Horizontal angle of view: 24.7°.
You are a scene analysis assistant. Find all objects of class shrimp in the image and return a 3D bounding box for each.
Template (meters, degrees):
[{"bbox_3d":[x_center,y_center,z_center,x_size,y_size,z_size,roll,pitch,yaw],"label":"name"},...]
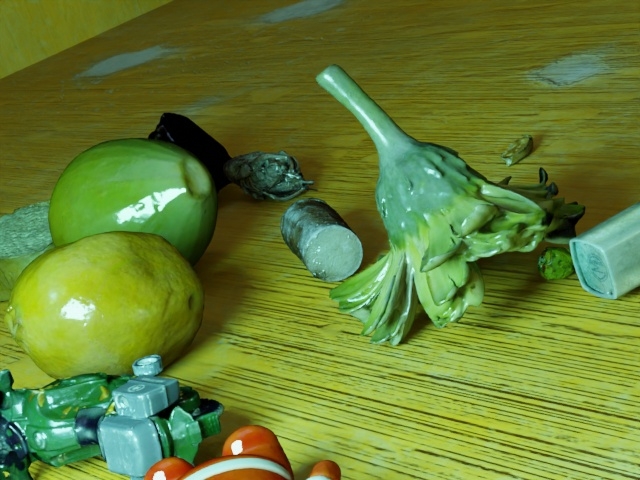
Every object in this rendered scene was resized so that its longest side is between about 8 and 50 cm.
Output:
[{"bbox_3d":[-0.069,-0.091,2.074,0.073,0.075,0.190,9,8,-43],"label":"shrimp"}]

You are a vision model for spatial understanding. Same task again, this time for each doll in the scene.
[{"bbox_3d":[-0.065,0.236,1.108,0.199,0.105,0.336,-20,18,-5],"label":"doll"}]

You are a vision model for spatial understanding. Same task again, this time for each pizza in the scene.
[{"bbox_3d":[0.259,-0.118,1.917,0.037,0.016,0.083,-5,27,32],"label":"pizza"}]

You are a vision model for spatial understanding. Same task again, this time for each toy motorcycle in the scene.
[{"bbox_3d":[-0.223,0.178,1.401,0.274,0.125,0.187,1,18,44],"label":"toy motorcycle"}]

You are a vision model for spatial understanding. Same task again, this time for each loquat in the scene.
[{"bbox_3d":[-0.229,0.075,1.599,0.234,0.176,0.187,-8,9,-39],"label":"loquat"}]

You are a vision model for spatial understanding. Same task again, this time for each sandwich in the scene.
[{"bbox_3d":[-0.395,0.015,2.052,0.251,0.087,0.226,-8,20,36],"label":"sandwich"}]

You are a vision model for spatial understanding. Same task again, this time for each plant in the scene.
[{"bbox_3d":[0.138,-0.044,1.521,0.261,0.297,0.306,-4,-16,-23],"label":"plant"}]

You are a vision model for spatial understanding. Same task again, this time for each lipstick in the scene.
[{"bbox_3d":[0.368,-0.025,1.459,0.253,0.079,0.077,-25,20,-19],"label":"lipstick"}]

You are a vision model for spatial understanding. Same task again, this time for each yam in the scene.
[{"bbox_3d":[-0.001,-0.002,1.748,0.079,0.079,0.141,-22,21,-8],"label":"yam"}]

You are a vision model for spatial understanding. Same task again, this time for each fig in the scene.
[{"bbox_3d":[-0.224,-0.032,1.862,0.230,0.207,0.207,-4,23,21],"label":"fig"}]

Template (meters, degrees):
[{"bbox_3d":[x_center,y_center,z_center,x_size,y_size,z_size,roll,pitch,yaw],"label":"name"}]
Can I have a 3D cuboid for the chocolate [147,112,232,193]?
[{"bbox_3d":[-0.222,-0.097,2.171,0.133,0.156,0.156,-44,13,17],"label":"chocolate"}]

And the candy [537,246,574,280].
[{"bbox_3d":[0.285,0.015,1.511,0.123,0.035,0.035,-11,22,0],"label":"candy"}]
